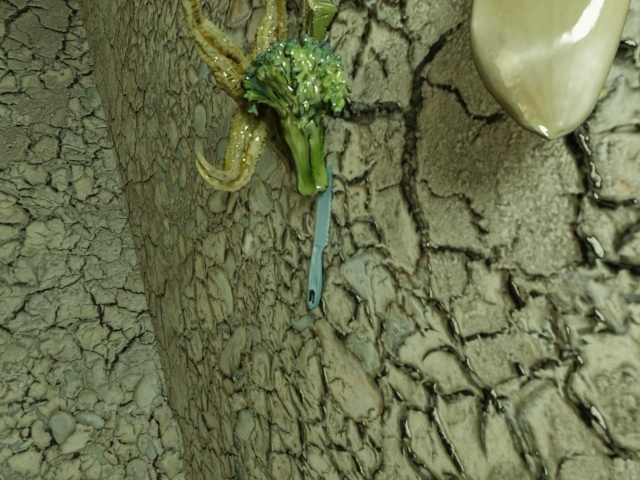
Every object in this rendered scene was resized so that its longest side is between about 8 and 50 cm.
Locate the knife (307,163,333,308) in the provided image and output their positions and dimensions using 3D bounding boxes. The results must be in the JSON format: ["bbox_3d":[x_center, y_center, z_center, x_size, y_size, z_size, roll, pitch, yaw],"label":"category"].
[{"bbox_3d":[0.000,0.000,0.899,0.045,0.019,0.312,19,110,42],"label":"knife"}]

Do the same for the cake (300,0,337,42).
[{"bbox_3d":[-0.010,-0.395,0.839,0.051,0.055,0.140,61,156,24],"label":"cake"}]

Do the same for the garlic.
[{"bbox_3d":[0.241,-0.264,0.454,0.143,0.112,0.317,14,102,28],"label":"garlic"}]

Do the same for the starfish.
[{"bbox_3d":[-0.150,-0.315,0.837,0.083,0.324,0.431,4,103,30],"label":"starfish"}]

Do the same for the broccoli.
[{"bbox_3d":[-0.008,-0.222,0.778,0.199,0.177,0.274,-12,107,44],"label":"broccoli"}]
